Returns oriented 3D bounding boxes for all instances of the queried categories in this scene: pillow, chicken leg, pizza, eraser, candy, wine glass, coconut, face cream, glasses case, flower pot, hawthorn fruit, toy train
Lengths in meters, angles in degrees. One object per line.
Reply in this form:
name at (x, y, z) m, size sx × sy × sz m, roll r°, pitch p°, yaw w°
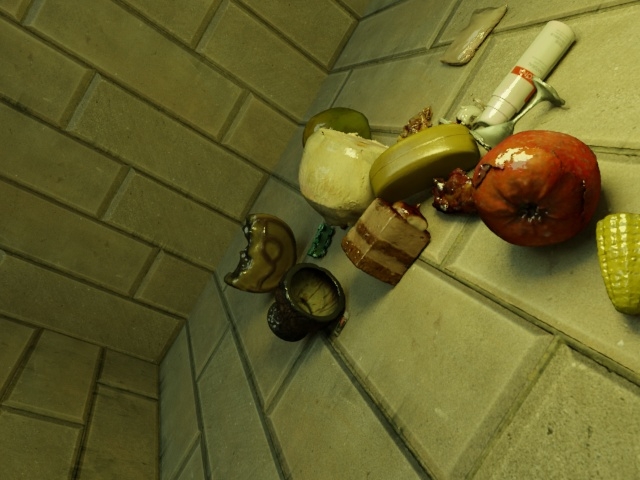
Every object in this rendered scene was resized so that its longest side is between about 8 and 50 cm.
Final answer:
pillow at (0.612, -0.832, 1.742) m, size 0.270 × 0.067 × 0.173 m, roll -54°, pitch 32°, yaw 14°
chicken leg at (0.458, -0.166, 1.270) m, size 0.407 × 0.096 × 0.157 m, roll 140°, pitch 126°, yaw -67°
pizza at (0.396, -0.471, 1.765) m, size 0.193 × 0.069 × 0.154 m, roll -62°, pitch 24°, yaw 3°
eraser at (0.078, 0.313, 1.613) m, size 0.099 × 0.019 × 0.027 m, roll -59°, pitch 25°, yaw 3°
candy at (0.601, 0.049, 0.841) m, size 0.106 × 0.094 × 0.198 m, roll -16°, pitch 57°, yaw 55°
wine glass at (0.569, -0.349, 1.253) m, size 0.232 × 0.156 × 0.156 m, roll -45°, pitch 30°, yaw 21°
coconut at (0.098, -0.231, 1.725) m, size 0.404 × 0.405 × 0.404 m, roll -43°, pitch 31°, yaw 34°
face cream at (0.627, -0.497, 1.333) m, size 0.345 × 0.102 × 0.102 m, roll -55°, pitch 26°, yaw 13°
glasses case at (0.331, -0.266, 1.446) m, size 0.371 × 0.173 × 0.141 m, roll -24°, pitch 59°, yaw 25°
flower pot at (-0.076, 0.260, 1.700) m, size 0.267 × 0.267 × 0.266 m, roll -51°, pitch 25°, yaw 45°
hawthorn fruit at (0.520, -0.148, 1.017) m, size 0.307 × 0.276 × 0.276 m, roll -48°, pitch 18°, yaw -28°
toy train at (0.000, 0.000, 2.023) m, size 0.178 × 0.071 × 0.104 m, roll -68°, pitch 16°, yaw -11°

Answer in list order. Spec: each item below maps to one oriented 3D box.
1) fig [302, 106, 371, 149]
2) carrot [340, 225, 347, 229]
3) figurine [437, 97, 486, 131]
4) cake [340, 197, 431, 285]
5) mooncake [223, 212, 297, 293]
fig at (0.095, -0.481, 2.073) m, size 0.343 × 0.343 × 0.343 m, roll -43°, pitch 31°, yaw 34°
carrot at (0.122, -0.086, 1.929) m, size 0.093 × 0.032 × 0.032 m, roll -47°, pitch 29°, yaw 21°
figurine at (0.502, -0.423, 1.488) m, size 0.154 × 0.132 × 0.132 m, roll -42°, pitch 29°, yaw 10°
cake at (0.230, -0.024, 1.469) m, size 0.293 × 0.196 × 0.198 m, roll -56°, pitch 24°, yaw 15°
mooncake at (-0.316, 0.063, 2.159) m, size 0.393 × 0.394 × 0.246 m, roll -27°, pitch 18°, yaw -24°
